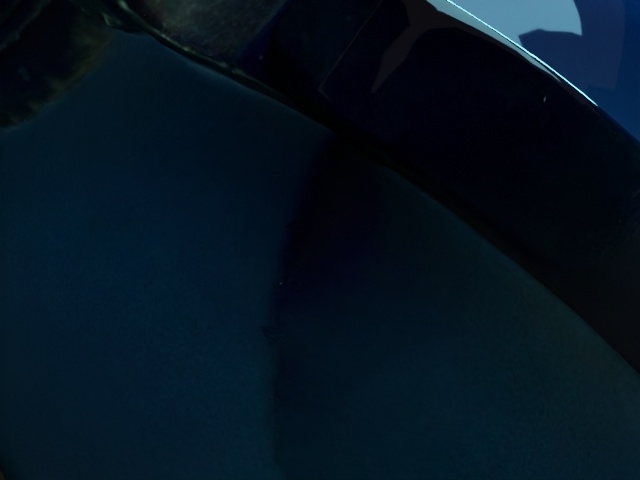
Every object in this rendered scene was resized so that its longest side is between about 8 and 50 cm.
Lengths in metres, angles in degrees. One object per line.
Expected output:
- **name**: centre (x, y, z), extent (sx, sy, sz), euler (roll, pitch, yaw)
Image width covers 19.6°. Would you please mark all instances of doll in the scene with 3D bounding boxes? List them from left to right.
- **doll**: centre (0.000, 0.000, 0.514), extent (0.310, 0.240, 0.284), euler (10, -30, 51)
